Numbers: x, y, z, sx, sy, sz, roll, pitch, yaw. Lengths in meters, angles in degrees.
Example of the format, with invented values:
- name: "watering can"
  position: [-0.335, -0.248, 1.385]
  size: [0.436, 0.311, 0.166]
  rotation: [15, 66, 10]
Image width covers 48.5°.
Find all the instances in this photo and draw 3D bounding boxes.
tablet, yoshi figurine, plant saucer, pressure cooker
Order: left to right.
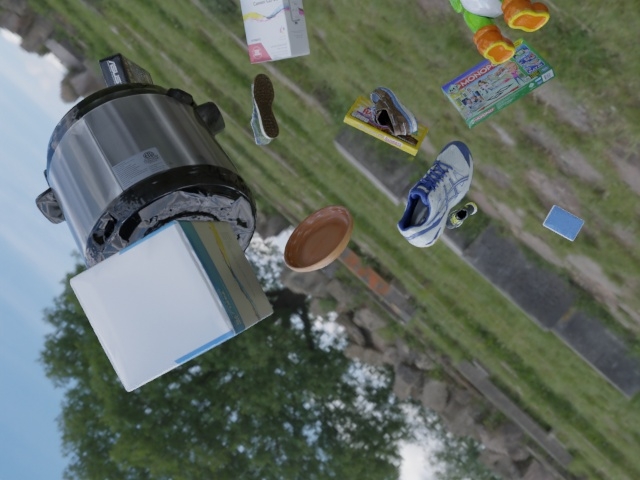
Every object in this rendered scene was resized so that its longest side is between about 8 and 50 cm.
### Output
- name: "pressure cooker"
  position: [-0.368, -0.126, 1.508]
  size: [0.370, 0.375, 0.420]
  rotation: [-2, -136, -43]
- name: "plant saucer"
  position: [0.000, 0.000, 1.714]
  size: [0.037, 0.200, 0.200]
  rotation: [47, -179, -33]
- name: "yoshi figurine"
  position: [0.357, -0.568, 1.544]
  size: [0.203, 0.204, 0.362]
  rotation: [70, 177, -69]
- name: "tablet"
  position: [0.558, -0.040, 1.633]
  size: [0.083, 0.054, 0.006]
  rotation: [28, -173, -7]

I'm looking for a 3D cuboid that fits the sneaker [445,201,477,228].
- name: "sneaker"
  position: [0.276, -0.049, 1.430]
  size: [0.035, 0.083, 0.031]
  rotation: [-25, -105, -44]

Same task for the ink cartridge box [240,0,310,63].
- name: "ink cartridge box"
  position: [-0.098, -0.467, 1.438]
  size: [0.115, 0.198, 0.067]
  rotation: [1, -163, 39]

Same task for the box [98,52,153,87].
- name: "box"
  position: [-0.475, -0.354, 1.860]
  size: [0.270, 0.060, 0.216]
  rotation: [-46, -63, -86]

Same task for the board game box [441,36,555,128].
- name: "board game box"
  position: [0.589, -0.529, 2.379]
  size: [0.046, 0.317, 0.213]
  rotation: [50, -168, -46]

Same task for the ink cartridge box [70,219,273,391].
- name: "ink cartridge box"
  position: [-0.230, 0.094, 1.182]
  size: [0.197, 0.198, 0.270]
  rotation: [62, -171, 3]

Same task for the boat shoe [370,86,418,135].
- name: "boat shoe"
  position: [0.158, -0.308, 1.688]
  size: [0.183, 0.066, 0.066]
  rotation: [52, 161, 47]

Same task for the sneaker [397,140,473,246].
- name: "sneaker"
  position: [0.297, -0.127, 1.824]
  size: [0.112, 0.296, 0.131]
  rotation: [21, 178, 36]

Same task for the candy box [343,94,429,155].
- name: "candy box"
  position: [0.172, -0.300, 1.847]
  size: [0.206, 0.027, 0.105]
  rotation: [26, -133, 5]

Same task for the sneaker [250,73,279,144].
- name: "sneaker"
  position: [-0.164, -0.347, 1.924]
  size: [0.064, 0.086, 0.192]
  rotation: [-2, -107, -30]
